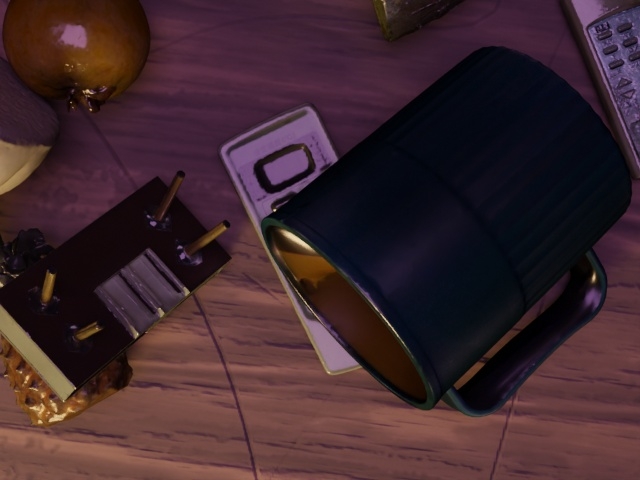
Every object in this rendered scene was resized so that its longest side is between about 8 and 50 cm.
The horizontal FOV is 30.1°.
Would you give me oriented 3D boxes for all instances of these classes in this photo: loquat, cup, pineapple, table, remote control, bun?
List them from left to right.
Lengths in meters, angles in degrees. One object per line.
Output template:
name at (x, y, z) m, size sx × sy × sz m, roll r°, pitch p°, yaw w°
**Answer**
bun at (-0.409, -0.113, 1.181) m, size 0.263 × 0.263 × 0.175 m, roll 38°, pitch 104°, yaw 0°
pineapple at (-0.301, 0.069, 1.236) m, size 0.128 × 0.128 × 0.248 m, roll -32°, pitch 86°, yaw -2°
loquat at (-0.252, -0.212, 1.234) m, size 0.163 × 0.137 × 0.163 m, roll 9°, pitch 66°, yaw -21°
table at (-0.194, 0.029, 1.179) m, size 0.121 × 0.111 × 0.240 m, roll 47°, pitch 49°, yaw 0°
remote control at (0.000, 0.000, 1.281) m, size 0.123 × 0.038 × 0.285 m, roll -25°, pitch 89°, yaw -2°
cup at (0.148, 0.003, 1.168) m, size 0.292 × 0.242 × 0.308 m, roll -42°, pitch 90°, yaw -13°
remote control at (0.344, -0.186, 1.294) m, size 0.098 × 0.038 × 0.233 m, roll -22°, pitch 89°, yaw -1°

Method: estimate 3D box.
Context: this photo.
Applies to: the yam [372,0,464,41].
yam at (0.147, -0.332, 1.245) m, size 0.254 × 0.154 × 0.154 m, roll -30°, pitch 89°, yaw 2°
